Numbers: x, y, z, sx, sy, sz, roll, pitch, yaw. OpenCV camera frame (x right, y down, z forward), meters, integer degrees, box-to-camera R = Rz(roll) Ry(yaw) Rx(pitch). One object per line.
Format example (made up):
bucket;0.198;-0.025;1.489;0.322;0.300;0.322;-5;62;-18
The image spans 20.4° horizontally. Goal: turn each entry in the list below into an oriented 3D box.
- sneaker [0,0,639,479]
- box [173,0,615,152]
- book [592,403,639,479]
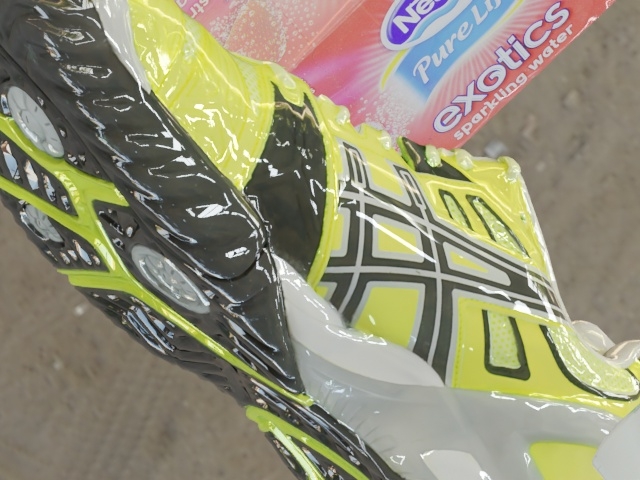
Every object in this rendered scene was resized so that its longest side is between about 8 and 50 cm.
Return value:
sneaker;0.000;0.000;0.751;0.384;0.145;0.147;48;69;-31
box;0.040;-0.151;0.951;0.300;0.142;0.154;-43;143;6
book;0.129;0.001;0.355;0.144;0.035;0.096;-29;164;-28
